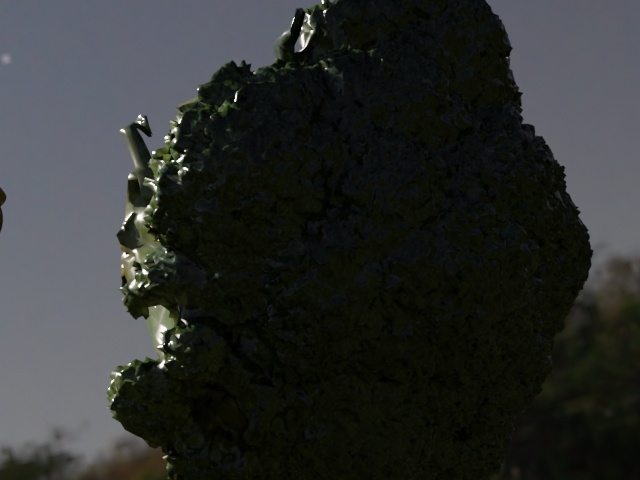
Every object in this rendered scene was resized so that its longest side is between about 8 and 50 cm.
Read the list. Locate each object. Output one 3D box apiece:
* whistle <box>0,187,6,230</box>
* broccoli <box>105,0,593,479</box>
[{"bbox_3d":[-0.144,0.027,0.680,0.109,0.057,0.046,-43,41,-21],"label":"whistle"},{"bbox_3d":[0.000,0.000,1.135,0.283,0.304,0.321,6,13,43],"label":"broccoli"}]
